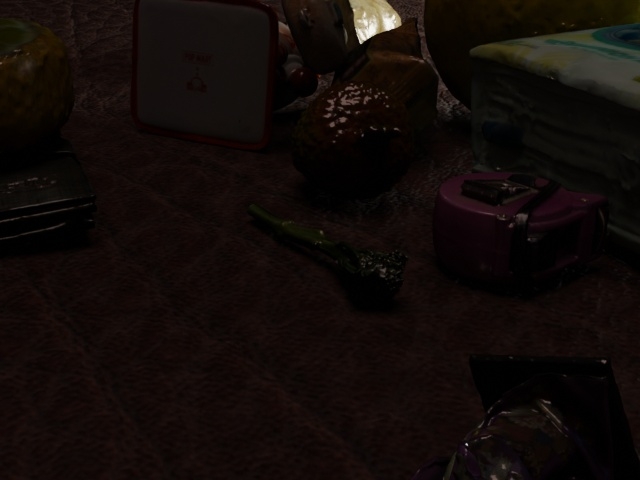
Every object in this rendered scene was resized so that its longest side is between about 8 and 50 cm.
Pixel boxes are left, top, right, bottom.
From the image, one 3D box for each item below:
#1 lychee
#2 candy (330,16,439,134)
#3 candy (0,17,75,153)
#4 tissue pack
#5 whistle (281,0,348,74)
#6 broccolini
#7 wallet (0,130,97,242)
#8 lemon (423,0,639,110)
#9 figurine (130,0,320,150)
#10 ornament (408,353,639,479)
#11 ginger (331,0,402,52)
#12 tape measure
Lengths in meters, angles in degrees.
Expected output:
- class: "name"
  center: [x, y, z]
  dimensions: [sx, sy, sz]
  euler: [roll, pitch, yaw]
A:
- class: "lychee"
  center: [0.029, -0.091, 0.960]
  dimensions: [0.114, 0.114, 0.146]
  euler: [-12, 3, -27]
- class: "candy"
  center: [0.065, -0.176, 1.164]
  dimensions: [0.143, 0.101, 0.271]
  euler: [-41, 16, 17]
- class: "candy"
  center: [-0.358, -0.138, 0.959]
  dimensions: [0.260, 0.118, 0.260]
  euler: [-1, 24, 0]
- class: "tissue pack"
  center: [0.374, -0.111, 0.950]
  dimensions: [0.388, 0.162, 0.287]
  euler: [-11, 25, -25]
- class: "whistle"
  center: [0.002, -0.234, 1.141]
  dimensions: [0.057, 0.107, 0.220]
  euler: [-20, 1, 9]
- class: "broccolini"
  center: [0.000, -0.001, 0.836]
  dimensions: [0.044, 0.042, 0.218]
  euler: [-11, 24, -27]
- class: "wallet"
  center: [-0.311, -0.065, 0.967]
  dimensions: [0.169, 0.044, 0.317]
  euler: [-10, 23, -17]
- class: "lemon"
  center: [0.251, -0.262, 1.168]
  dimensions: [0.268, 0.268, 0.322]
  euler: [-7, -3, -18]
- class: "figurine"
  center: [-0.078, -0.206, 1.207]
  dimensions: [0.183, 0.160, 0.226]
  euler: [13, 18, 25]
- class: "ornament"
  center: [0.058, 0.132, 0.477]
  dimensions: [0.203, 0.088, 0.081]
  euler: [-34, 20, -36]
- class: "ginger"
  center: [0.069, -0.301, 1.483]
  dimensions: [0.122, 0.115, 0.193]
  euler: [12, 31, -15]
- class: "tape measure"
  center: [0.152, -0.015, 0.824]
  dimensions: [0.125, 0.074, 0.118]
  euler: [-18, 28, -42]
